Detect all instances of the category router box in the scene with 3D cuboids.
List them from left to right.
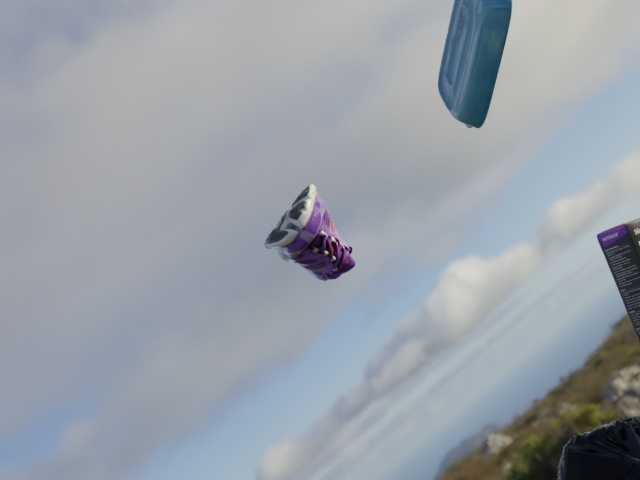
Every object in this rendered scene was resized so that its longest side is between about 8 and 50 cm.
[{"bbox_3d":[0.365,0.027,1.079,0.179,0.133,0.046,-17,-6,-29],"label":"router box"}]

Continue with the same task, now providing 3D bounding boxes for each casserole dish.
[{"bbox_3d":[0.168,-0.215,1.255,0.037,0.114,0.188,3,-58,-13],"label":"casserole dish"}]

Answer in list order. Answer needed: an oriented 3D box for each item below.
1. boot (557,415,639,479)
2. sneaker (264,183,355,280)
[{"bbox_3d":[0.254,0.191,0.865,0.246,0.207,0.094,-2,65,59],"label":"boot"},{"bbox_3d":[0.000,0.000,1.002,0.068,0.071,0.170,-54,-10,-2],"label":"sneaker"}]
